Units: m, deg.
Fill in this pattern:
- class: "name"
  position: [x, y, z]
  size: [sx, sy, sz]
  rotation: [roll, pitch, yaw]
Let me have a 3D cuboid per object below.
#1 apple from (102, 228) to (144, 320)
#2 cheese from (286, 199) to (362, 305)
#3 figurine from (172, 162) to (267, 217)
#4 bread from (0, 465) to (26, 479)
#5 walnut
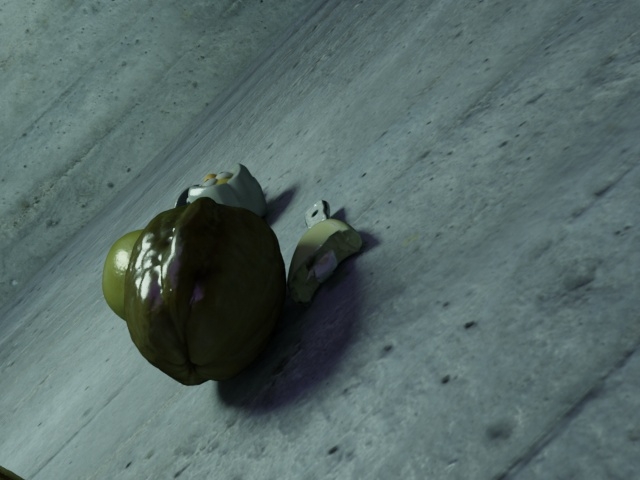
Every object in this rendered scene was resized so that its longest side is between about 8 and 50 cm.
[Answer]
- class: "apple"
  position: [-0.298, 0.071, 1.371]
  size: [0.200, 0.200, 0.200]
  rotation: [-37, 23, 19]
- class: "cheese"
  position: [-0.001, -0.001, 1.146]
  size: [0.127, 0.050, 0.235]
  rotation: [-41, 21, 13]
- class: "figurine"
  position: [-0.195, -0.072, 1.511]
  size: [0.176, 0.133, 0.236]
  rotation: [-33, 10, -23]
- class: "bread"
  position: [-0.379, 0.383, 0.915]
  size: [0.110, 0.210, 0.192]
  rotation: [-48, 22, 2]
- class: "walnut"
  position: [-0.163, 0.075, 1.065]
  size: [0.227, 0.283, 0.283]
  rotation: [3, 31, 0]
